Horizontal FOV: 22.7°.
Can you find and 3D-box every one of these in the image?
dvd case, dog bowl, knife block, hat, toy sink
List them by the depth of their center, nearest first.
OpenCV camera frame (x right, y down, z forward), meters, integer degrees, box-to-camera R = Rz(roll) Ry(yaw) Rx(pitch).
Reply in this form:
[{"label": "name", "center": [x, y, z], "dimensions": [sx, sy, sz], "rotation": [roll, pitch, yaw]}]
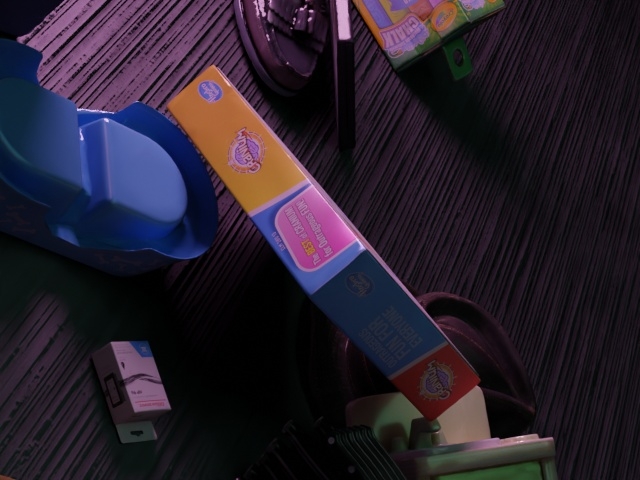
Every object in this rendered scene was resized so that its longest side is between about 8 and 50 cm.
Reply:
[{"label": "knife block", "center": [0.029, 0.293, 1.378], "dimensions": [0.088, 0.242, 0.275], "rotation": [4, 85, -63]}, {"label": "dog bowl", "center": [-0.221, -0.062, 1.412], "dimensions": [0.297, 0.074, 0.166], "rotation": [24, 45, -42]}, {"label": "toy sink", "center": [0.132, 0.249, 1.483], "dimensions": [0.153, 0.131, 0.234], "rotation": [-4, 80, -26]}, {"label": "hat", "center": [0.137, 0.148, 1.673], "dimensions": [0.331, 0.134, 0.331], "rotation": [35, 38, -33]}, {"label": "dvd case", "center": [0.022, -0.258, 1.858], "dimensions": [0.180, 0.022, 0.253], "rotation": [87, 0, -53]}]

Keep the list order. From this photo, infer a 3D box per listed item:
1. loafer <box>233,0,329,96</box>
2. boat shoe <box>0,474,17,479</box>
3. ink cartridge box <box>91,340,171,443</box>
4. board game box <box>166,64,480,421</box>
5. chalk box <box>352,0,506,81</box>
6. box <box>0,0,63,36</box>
[{"label": "loafer", "center": [-0.037, -0.307, 1.851], "dimensions": [0.109, 0.095, 0.302], "rotation": [30, 41, -39]}, {"label": "boat shoe", "center": [-0.206, 0.234, 1.166], "dimensions": [0.277, 0.098, 0.096], "rotation": [14, 52, -37]}, {"label": "ink cartridge box", "center": [-0.160, 0.130, 1.373], "dimensions": [0.048, 0.028, 0.083], "rotation": [1, 63, -54]}, {"label": "board game box", "center": [0.000, 0.000, 1.491], "dimensions": [0.242, 0.064, 0.316], "rotation": [48, 3, -45]}, {"label": "chalk box", "center": [0.142, -0.309, 2.067], "dimensions": [0.213, 0.132, 0.132], "rotation": [57, 32, -2]}, {"label": "box", "center": [-0.289, -0.439, 1.430], "dimensions": [0.212, 0.293, 0.395], "rotation": [15, 51, -48]}]
